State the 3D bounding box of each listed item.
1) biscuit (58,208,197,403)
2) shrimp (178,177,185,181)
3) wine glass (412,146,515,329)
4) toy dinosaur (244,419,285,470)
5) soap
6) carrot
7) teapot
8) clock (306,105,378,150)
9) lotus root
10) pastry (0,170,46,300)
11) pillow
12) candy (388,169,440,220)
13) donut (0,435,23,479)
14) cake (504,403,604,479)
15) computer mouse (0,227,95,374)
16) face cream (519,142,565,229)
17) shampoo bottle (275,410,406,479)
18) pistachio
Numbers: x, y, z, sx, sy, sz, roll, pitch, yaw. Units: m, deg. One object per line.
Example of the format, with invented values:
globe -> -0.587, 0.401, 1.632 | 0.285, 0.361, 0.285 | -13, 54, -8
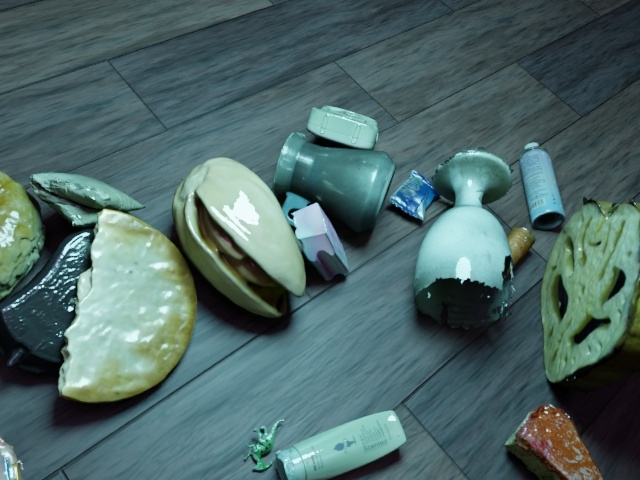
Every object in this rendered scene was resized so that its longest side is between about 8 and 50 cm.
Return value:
biscuit -> -0.305, 0.115, 0.962 | 0.204, 0.040, 0.309 | 18, 65, -31
shrimp -> -0.202, -0.116, 1.184 | 0.165, 0.056, 0.065 | 14, 69, -17
wine glass -> 0.287, -0.002, 1.152 | 0.190, 0.191, 0.357 | 15, 54, -4
toy dinosaur -> -0.084, 0.328, 0.934 | 0.083, 0.021, 0.062 | -18, 70, -20
soap -> 0.000, 0.000, 1.099 | 0.056, 0.149, 0.100 | -22, 57, 9
carrot -> 0.374, 0.059, 1.224 | 0.057, 0.057, 0.224 | 38, 62, 12
teapot -> 0.021, -0.108, 1.185 | 0.225, 0.171, 0.203 | 19, 84, 7
clock -> 0.057, -0.252, 1.291 | 0.151, 0.062, 0.191 | 18, 17, 6
lotus root -> 0.508, 0.099, 1.057 | 0.111, 0.375, 0.390 | 19, 17, -2
pastry -> -0.620, -0.015, 0.956 | 0.329, 0.136, 0.330 | 7, 54, -10
pillow -> -0.409, -0.074, 1.041 | 0.134, 0.181, 0.078 | 27, 95, 13
candy -> 0.213, -0.099, 1.287 | 0.088, 0.038, 0.136 | 38, 48, 5
donut -> -0.503, 0.342, 0.775 | 0.233, 0.085, 0.199 | 42, 57, 15
cake -> 0.428, 0.380, 0.991 | 0.220, 0.086, 0.116 | 41, 59, 15
computer mouse -> -0.419, 0.103, 0.958 | 0.147, 0.088, 0.264 | 45, 51, -13
face cream -> 0.515, -0.137, 1.372 | 0.075, 0.075, 0.230 | 9, 56, -9
shampoo bottle -> 0.034, 0.337, 0.941 | 0.212, 0.049, 0.072 | -14, 65, -22
pistachio -> -0.145, -0.006, 1.050 | 0.318, 0.193, 0.214 | 54, 18, 8
